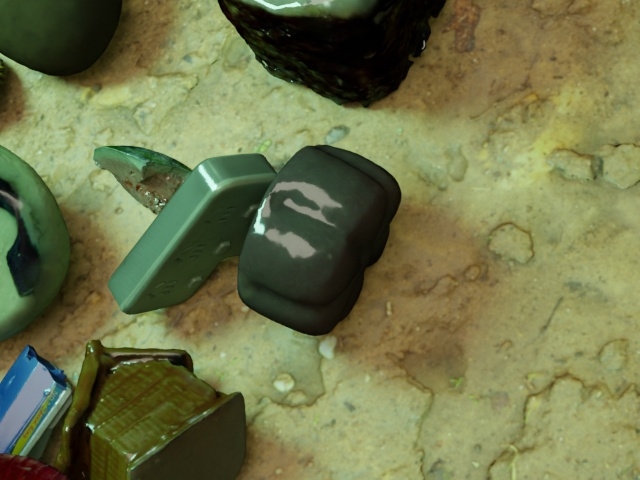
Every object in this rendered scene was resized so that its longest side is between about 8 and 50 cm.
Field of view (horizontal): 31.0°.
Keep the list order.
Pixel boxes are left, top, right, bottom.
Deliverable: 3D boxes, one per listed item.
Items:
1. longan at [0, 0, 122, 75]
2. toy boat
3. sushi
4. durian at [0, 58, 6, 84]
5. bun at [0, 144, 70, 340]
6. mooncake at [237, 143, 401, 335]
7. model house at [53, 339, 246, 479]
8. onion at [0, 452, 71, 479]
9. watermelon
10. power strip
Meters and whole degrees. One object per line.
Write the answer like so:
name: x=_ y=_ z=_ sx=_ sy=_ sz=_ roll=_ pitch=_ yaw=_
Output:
longan: x=-0.388 y=-0.347 z=1.600 sx=0.248 sy=0.248 sz=0.248 roll=-2 pitch=76 yaw=9
toy boat: x=-0.425 y=0.286 z=1.495 sx=0.088 sy=0.129 sz=0.295 roll=36 pitch=85 yaw=-25
sushi: x=0.005 y=-0.356 z=1.493 sx=0.299 sy=0.294 sz=0.281 roll=38 pitch=88 yaw=17
durian: x=-0.523 y=-0.220 z=1.660 sx=0.186 sy=0.119 sz=0.108 roll=35 pitch=121 yaw=27
bun: x=-0.458 y=-0.003 z=1.545 sx=0.283 sy=0.179 sz=0.283 roll=2 pitch=100 yaw=9
mooncake: x=0.000 y=0.000 z=1.432 sx=0.133 sy=0.245 sz=0.245 roll=26 pitch=81 yaw=11
model house: x=-0.233 y=0.258 z=1.453 sx=0.219 sy=0.199 sz=0.229 roll=-22 pitch=39 yaw=-36
onion: x=-0.361 y=0.359 z=1.308 sx=0.248 sy=0.161 sz=0.248 roll=8 pitch=61 yaw=-15
watermelon: x=-0.253 y=-0.100 z=1.585 sx=0.155 sy=0.101 sz=0.080 roll=37 pitch=95 yaw=25
power strip: x=-0.139 y=-0.010 z=1.484 sx=0.059 sy=0.193 sz=0.265 roll=54 pitch=126 yaw=19
